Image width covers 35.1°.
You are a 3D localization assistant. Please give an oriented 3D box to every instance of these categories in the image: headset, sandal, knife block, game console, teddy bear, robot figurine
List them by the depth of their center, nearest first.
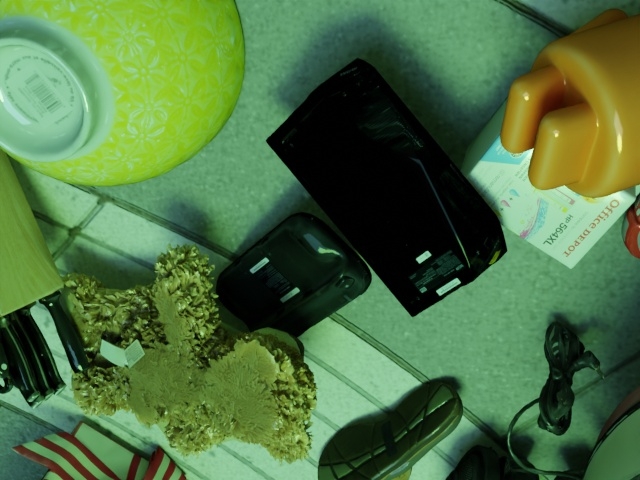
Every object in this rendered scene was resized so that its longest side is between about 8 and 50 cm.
[{"bbox_3d":[0.248,-0.111,0.776,0.219,0.158,0.128,-18,104,-15],"label":"robot figurine"},{"bbox_3d":[0.000,0.000,0.969,0.213,0.044,0.361,51,138,-2],"label":"game console"},{"bbox_3d":[-0.329,0.030,1.050,0.088,0.276,0.242,-20,140,30],"label":"knife block"},{"bbox_3d":[-0.143,0.122,1.058,0.338,0.113,0.245,-11,98,36],"label":"teddy bear"},{"bbox_3d":[0.244,0.272,1.083,0.243,0.185,0.394,4,138,14],"label":"headset"},{"bbox_3d":[0.081,0.232,1.126,0.060,0.090,0.219,32,121,-32],"label":"sandal"}]

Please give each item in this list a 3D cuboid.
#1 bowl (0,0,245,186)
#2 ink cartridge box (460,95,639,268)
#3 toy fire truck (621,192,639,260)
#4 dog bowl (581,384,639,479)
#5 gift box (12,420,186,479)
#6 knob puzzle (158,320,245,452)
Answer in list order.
[{"bbox_3d":[-0.228,-0.155,0.911,0.289,0.156,0.290,8,124,12],"label":"bowl"},{"bbox_3d":[0.206,-0.054,0.885,0.143,0.090,0.092,32,125,-4],"label":"ink cartridge box"},{"bbox_3d":[0.353,0.039,0.927,0.192,0.047,0.135,24,127,1],"label":"toy fire truck"},{"bbox_3d":[0.403,0.247,0.840,0.407,0.150,0.408,6,128,8],"label":"dog bowl"},{"bbox_3d":[-0.299,0.396,1.229,0.276,0.255,0.258,31,127,-12],"label":"gift box"},{"bbox_3d":[-0.128,0.151,1.153,0.213,0.030,0.213,8,123,13],"label":"knob puzzle"}]
